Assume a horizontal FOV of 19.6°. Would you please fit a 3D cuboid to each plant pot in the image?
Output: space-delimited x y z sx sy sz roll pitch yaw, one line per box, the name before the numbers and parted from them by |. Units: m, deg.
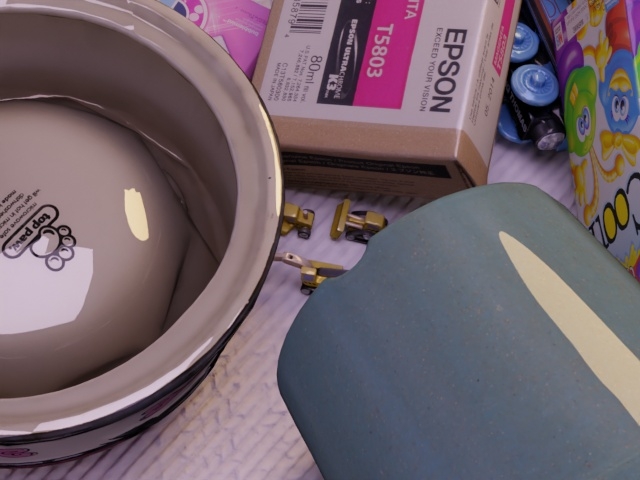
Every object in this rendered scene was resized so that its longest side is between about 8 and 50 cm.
plant pot | 0.155 0.161 1.287 0.341 0.341 0.334 -26 57 -16

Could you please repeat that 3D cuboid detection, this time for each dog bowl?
dog bowl | -0.234 -0.005 1.438 0.408 0.150 0.408 2 60 -3

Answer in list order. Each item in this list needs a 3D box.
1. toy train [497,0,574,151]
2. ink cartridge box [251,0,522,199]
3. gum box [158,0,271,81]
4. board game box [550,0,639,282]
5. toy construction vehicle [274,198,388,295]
toy train | 0.188 -0.159 1.592 0.105 0.080 0.184 -9 61 -18
ink cartridge box | 0.055 -0.158 1.527 0.193 0.088 0.234 4 68 22
gum box | -0.130 -0.171 1.584 0.188 0.062 0.107 25 63 10
board game box | 0.287 -0.067 1.460 0.142 0.144 0.275 -2 75 -16
toy construction vehicle | 0.000 0.000 1.513 0.098 0.035 0.086 15 61 5
